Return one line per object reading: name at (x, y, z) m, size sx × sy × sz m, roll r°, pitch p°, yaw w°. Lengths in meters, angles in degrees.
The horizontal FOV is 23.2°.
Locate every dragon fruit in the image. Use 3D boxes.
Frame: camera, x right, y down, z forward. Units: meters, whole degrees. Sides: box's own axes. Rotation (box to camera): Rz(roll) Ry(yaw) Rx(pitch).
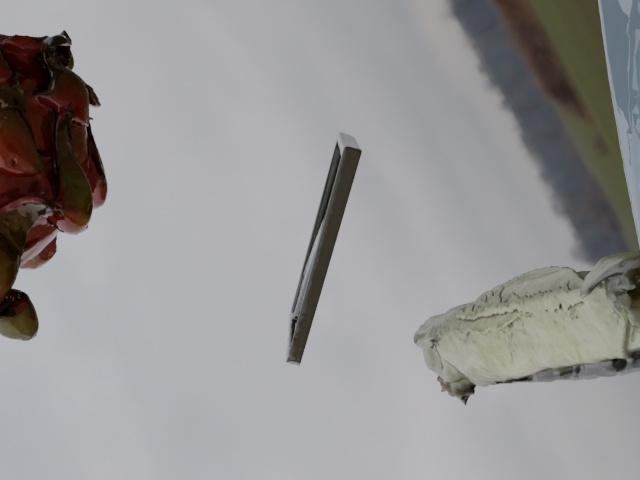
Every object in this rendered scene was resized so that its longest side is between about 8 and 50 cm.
dragon fruit at (-0.303, -0.064, 1.354) m, size 0.307 × 0.228 × 0.243 m, roll -94°, pitch -8°, yaw -71°

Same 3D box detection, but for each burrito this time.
burrito at (0.085, 0.031, 0.579) m, size 0.045 × 0.041 × 0.185 m, roll 58°, pitch 158°, yaw -5°

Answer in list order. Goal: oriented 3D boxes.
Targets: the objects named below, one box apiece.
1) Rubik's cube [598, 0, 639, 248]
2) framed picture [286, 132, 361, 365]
Rubik's cube at (0.324, -0.126, 0.583) m, size 0.352 × 0.347 × 0.351 m, roll -149°, pitch 47°, yaw -67°
framed picture at (0.001, 0.000, 1.412) m, size 0.018 × 0.192 × 0.265 m, roll 16°, pitch -173°, yaw -2°
